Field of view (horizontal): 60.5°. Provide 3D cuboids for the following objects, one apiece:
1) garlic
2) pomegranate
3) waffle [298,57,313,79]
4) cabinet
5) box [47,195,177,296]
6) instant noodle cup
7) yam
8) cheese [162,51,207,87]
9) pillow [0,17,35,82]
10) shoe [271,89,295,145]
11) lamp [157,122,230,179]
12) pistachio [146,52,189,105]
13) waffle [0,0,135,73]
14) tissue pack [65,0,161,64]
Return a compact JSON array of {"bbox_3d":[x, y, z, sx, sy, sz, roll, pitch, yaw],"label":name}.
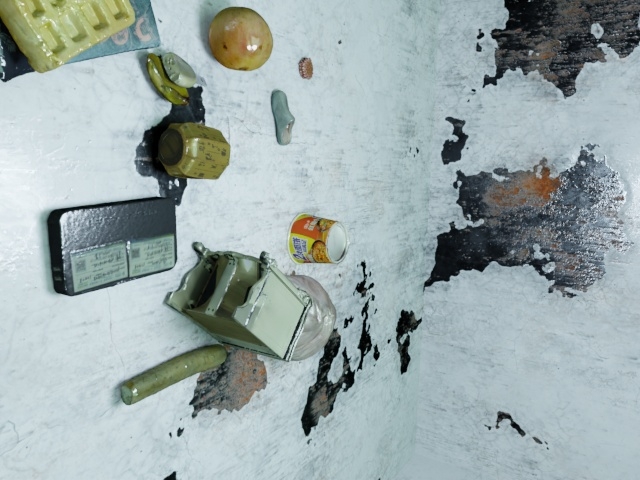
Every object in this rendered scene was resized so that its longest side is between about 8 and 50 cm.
[{"bbox_3d":[-0.074,0.277,1.979,0.317,0.260,0.317,-27,121,-58],"label":"garlic"},{"bbox_3d":[-0.235,-0.596,1.622,0.191,0.191,0.191,-17,110,-56],"label":"pomegranate"},{"bbox_3d":[-0.052,-0.642,2.054,0.075,0.029,0.083,-32,125,-51],"label":"waffle"},{"bbox_3d":[-0.237,0.180,1.668,0.318,0.290,0.227,52,53,-48],"label":"cabinet"},{"bbox_3d":[-0.515,0.006,1.403,0.350,0.058,0.211,-16,111,-56],"label":"box"},{"bbox_3d":[0.000,0.000,2.121,0.213,0.174,0.213,-15,108,-56],"label":"instant noodle cup"},{"bbox_3d":[-0.420,0.381,1.608,0.372,0.083,0.083,-12,106,-58],"label":"yam"},{"bbox_3d":[-0.369,-0.462,1.535,0.096,0.038,0.192,66,15,3],"label":"cheese"},{"bbox_3d":[-0.643,-0.427,1.088,0.141,0.055,0.208,-78,159,-62],"label":"pillow"},{"bbox_3d":[-0.119,-0.431,1.941,0.079,0.078,0.195,-30,125,-52],"label":"shoe"},{"bbox_3d":[-0.349,-0.247,1.533,0.185,0.161,0.161,-5,100,-57],"label":"lamp"},{"bbox_3d":[-0.420,-0.422,1.476,0.173,0.049,0.089,49,24,-45],"label":"pistachio"},{"bbox_3d":[-0.507,-0.474,1.117,0.274,0.057,0.167,-53,138,-37],"label":"waffle"},{"bbox_3d":[-0.522,-0.532,1.242,0.316,0.103,0.227,-39,125,-50],"label":"tissue pack"}]
